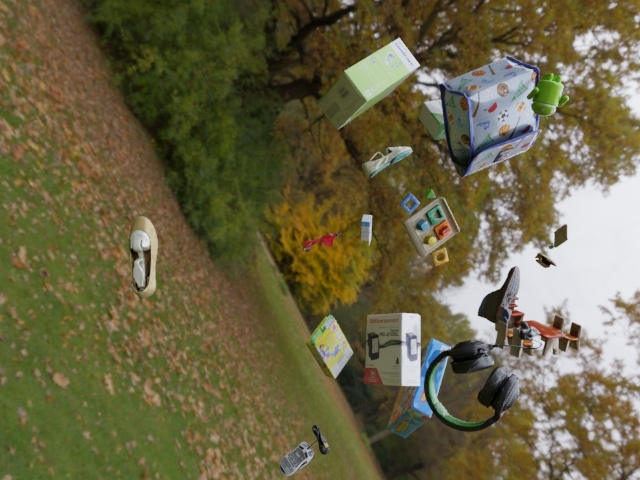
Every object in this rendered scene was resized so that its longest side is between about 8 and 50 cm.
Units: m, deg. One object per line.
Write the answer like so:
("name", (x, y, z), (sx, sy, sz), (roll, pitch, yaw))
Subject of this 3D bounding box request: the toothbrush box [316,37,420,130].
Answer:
("toothbrush box", (0.154, -0.510, 1.872), (0.122, 0.283, 0.206), (54, -30, -2))

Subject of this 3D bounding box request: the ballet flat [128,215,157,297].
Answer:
("ballet flat", (-0.495, 0.043, 1.593), (0.073, 0.080, 0.232), (58, 24, -84))

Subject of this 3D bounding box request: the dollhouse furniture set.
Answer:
("dollhouse furniture set", (0.714, 0.287, 1.963), (0.259, 0.262, 0.135), (-152, -117, -65))

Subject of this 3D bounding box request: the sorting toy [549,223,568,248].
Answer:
("sorting toy", (0.736, -0.007, 1.771), (0.083, 0.012, 0.062), (127, -19, -52))

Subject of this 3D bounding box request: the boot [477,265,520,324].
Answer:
("boot", (0.626, 0.186, 2.015), (0.106, 0.219, 0.082), (7, -20, 47))

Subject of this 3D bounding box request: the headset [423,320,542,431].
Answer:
("headset", (0.468, 0.383, 1.645), (0.243, 0.394, 0.185), (51, 17, 22))

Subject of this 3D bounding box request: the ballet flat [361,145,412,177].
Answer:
("ballet flat", (0.194, -0.244, 1.668), (0.052, 0.168, 0.057), (56, -19, 7))

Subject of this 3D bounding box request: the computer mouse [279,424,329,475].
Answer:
("computer mouse", (-0.061, 0.742, 1.992), (0.106, 0.193, 0.042), (50, -2, 33))

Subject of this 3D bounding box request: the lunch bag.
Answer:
("lunch bag", (0.665, -0.458, 2.217), (0.239, 0.328, 0.385), (-124, -164, -50))

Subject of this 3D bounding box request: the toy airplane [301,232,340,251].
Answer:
("toy airplane", (0.000, 0.000, 2.010), (0.151, 0.151, 0.028), (-128, -165, -73))

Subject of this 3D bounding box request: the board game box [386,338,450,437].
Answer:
("board game box", (0.388, 0.588, 2.269), (0.086, 0.308, 0.302), (24, -35, 3))

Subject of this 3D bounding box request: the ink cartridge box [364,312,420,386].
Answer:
("ink cartridge box", (0.244, 0.367, 1.932), (0.172, 0.100, 0.237), (-12, -109, 48))

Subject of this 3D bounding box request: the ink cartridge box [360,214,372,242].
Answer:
("ink cartridge box", (0.140, -0.031, 1.744), (0.048, 0.028, 0.083), (-66, 158, -59))

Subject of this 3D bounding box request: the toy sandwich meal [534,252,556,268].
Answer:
("toy sandwich meal", (0.770, 0.072, 1.963), (0.086, 0.029, 0.085), (36, 3, -2))

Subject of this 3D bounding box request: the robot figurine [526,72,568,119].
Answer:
("robot figurine", (0.606, -0.386, 1.533), (0.067, 0.101, 0.115), (-114, -143, -75))

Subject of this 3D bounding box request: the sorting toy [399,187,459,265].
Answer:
("sorting toy", (0.446, -0.048, 2.267), (0.347, 0.196, 0.047), (59, -5, -23))

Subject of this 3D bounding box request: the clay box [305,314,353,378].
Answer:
("clay box", (0.029, 0.371, 2.021), (0.053, 0.127, 0.222), (10, -41, 41))

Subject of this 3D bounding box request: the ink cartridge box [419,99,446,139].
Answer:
("ink cartridge box", (0.558, -0.525, 2.440), (0.092, 0.220, 0.160), (99, -26, -50))
